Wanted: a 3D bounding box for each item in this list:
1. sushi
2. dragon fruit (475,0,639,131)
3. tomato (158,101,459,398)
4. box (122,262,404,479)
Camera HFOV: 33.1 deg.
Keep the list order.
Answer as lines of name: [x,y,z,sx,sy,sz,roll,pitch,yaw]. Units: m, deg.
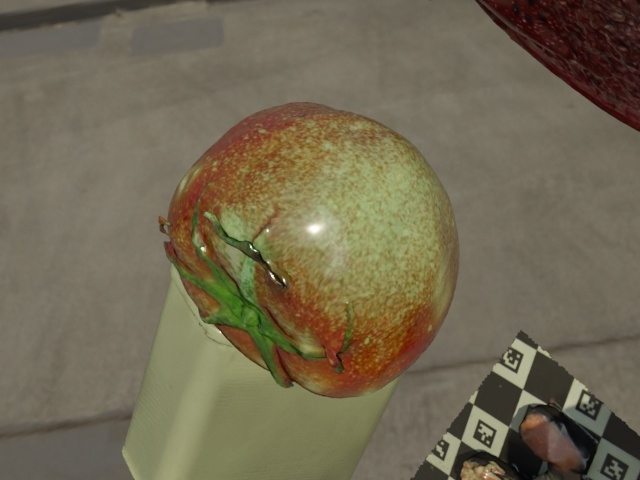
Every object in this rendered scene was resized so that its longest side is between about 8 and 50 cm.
sushi: [0.176,0.245,1.006,0.043,0.279,0.192,-14,52,-48]
dragon fruit: [0.186,-0.248,0.662,0.249,0.386,0.371,-43,13,2]
tomato: [0.000,0.000,1.077,0.303,0.303,0.239,22,57,41]
box: [-0.064,0.186,1.471,0.352,0.344,0.177,0,34,-35]
